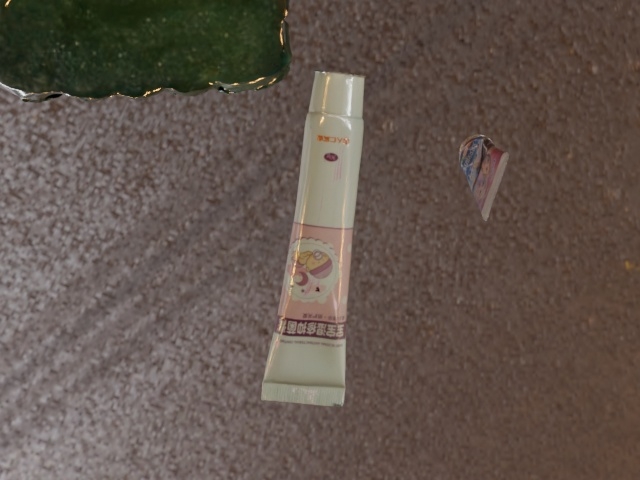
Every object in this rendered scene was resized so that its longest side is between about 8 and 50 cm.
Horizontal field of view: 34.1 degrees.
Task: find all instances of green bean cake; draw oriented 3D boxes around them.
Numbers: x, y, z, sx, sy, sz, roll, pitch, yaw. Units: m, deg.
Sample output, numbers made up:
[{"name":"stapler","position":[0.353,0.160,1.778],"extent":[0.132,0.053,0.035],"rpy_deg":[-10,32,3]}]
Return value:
[{"name":"green bean cake","position":[-0.181,-0.301,1.020],"extent":[0.300,0.169,0.308],"rpy_deg":[-2,112,-7]}]

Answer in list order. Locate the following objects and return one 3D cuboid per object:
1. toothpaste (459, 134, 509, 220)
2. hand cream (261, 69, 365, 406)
[{"name":"toothpaste","position":[0.240,-0.106,1.521],"extent":[0.061,0.266,0.096],"rpy_deg":[15,105,-2]},{"name":"hand cream","position":[0.000,0.000,1.034],"extent":[0.085,0.058,0.331],"rpy_deg":[5,99,-13]}]
